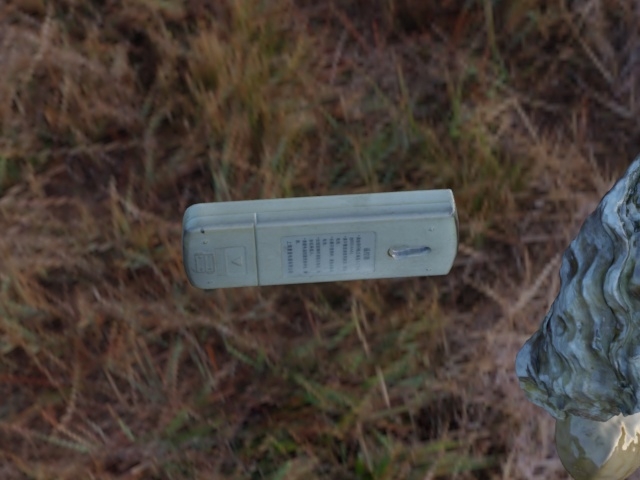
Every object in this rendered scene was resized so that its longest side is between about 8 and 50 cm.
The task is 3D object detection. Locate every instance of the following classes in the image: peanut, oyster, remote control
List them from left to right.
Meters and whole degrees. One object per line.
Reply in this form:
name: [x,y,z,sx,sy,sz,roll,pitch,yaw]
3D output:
remote control: [0.000,0.000,1.353,0.234,0.098,0.038,-3,55,-1]
peanut: [0.301,0.153,1.683,0.111,0.125,0.274,32,39,-5]
oyster: [0.133,0.004,0.630,0.064,0.125,0.177,28,100,7]
